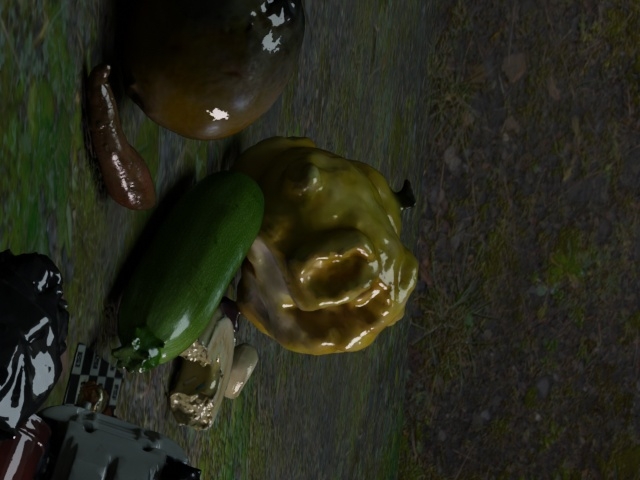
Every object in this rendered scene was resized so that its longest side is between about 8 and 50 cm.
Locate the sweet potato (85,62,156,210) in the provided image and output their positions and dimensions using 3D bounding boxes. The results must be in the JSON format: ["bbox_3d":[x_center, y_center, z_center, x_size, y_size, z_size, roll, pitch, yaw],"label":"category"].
[{"bbox_3d":[-0.206,-0.096,1.948,0.214,0.050,0.050,75,27,-53],"label":"sweet potato"}]

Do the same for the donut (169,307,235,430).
[{"bbox_3d":[-0.149,0.144,2.404,0.108,0.065,0.166,-68,163,-47],"label":"donut"}]

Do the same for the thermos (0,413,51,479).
[{"bbox_3d":[-0.310,0.249,1.631,0.124,0.099,0.232,39,56,-35],"label":"thermos"}]

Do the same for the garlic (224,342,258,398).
[{"bbox_3d":[-0.114,0.179,2.694,0.053,0.041,0.083,111,0,-78],"label":"garlic"}]

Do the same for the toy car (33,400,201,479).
[{"bbox_3d":[-0.240,0.312,1.844,0.166,0.198,0.314,143,-37,-70],"label":"toy car"}]

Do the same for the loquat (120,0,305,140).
[{"bbox_3d":[-0.109,-0.208,1.958,0.227,0.179,0.179,-62,-179,36],"label":"loquat"}]

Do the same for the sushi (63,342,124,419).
[{"bbox_3d":[-0.237,0.196,2.097,0.201,0.031,0.139,58,43,-74],"label":"sushi"}]

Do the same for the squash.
[{"bbox_3d":[-0.145,0.022,2.204,0.395,0.107,0.107,-62,159,-54],"label":"squash"}]

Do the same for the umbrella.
[{"bbox_3d":[-0.306,0.139,1.495,0.337,0.128,0.154,-62,145,-40],"label":"umbrella"}]

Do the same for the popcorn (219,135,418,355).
[{"bbox_3d":[0.000,0.000,2.509,0.297,0.281,0.316,64,-12,3],"label":"popcorn"}]
